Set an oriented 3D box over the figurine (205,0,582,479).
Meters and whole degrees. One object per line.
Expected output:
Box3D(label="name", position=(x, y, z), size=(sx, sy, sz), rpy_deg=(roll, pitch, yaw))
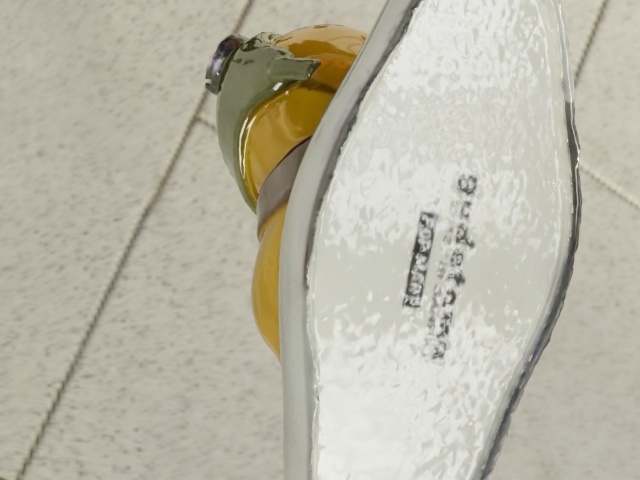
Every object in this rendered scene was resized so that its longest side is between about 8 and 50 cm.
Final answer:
Box3D(label="figurine", position=(0.000, 0.000, 0.597), size=(0.166, 0.141, 0.250), rpy_deg=(27, 78, -50))
